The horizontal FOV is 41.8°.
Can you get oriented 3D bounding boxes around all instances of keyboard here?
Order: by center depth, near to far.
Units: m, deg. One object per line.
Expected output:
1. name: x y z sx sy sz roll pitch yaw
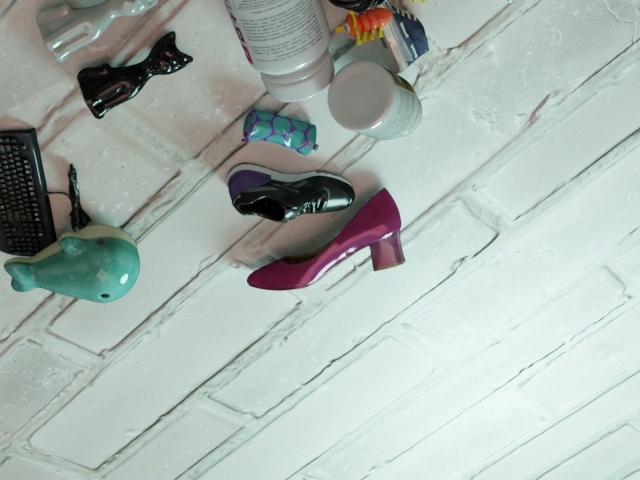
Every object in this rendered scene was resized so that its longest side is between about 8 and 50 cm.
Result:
1. keyboard: -0.579 -0.090 1.709 0.202 0.033 0.317 -5 132 -10

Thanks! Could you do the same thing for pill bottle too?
1. pill bottle: -0.075 -0.396 1.480 0.160 0.160 0.283 -19 132 3
2. pill bottle: 0.115 -0.261 1.608 0.131 0.131 0.229 -38 165 19

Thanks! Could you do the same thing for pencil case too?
1. pencil case: -0.081 -0.217 1.700 0.152 0.064 0.070 13 101 -23

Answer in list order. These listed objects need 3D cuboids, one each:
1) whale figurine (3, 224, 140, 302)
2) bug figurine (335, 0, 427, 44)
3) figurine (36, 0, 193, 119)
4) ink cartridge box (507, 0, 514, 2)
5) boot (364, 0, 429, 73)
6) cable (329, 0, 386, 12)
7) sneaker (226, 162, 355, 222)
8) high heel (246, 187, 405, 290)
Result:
1. whale figurine: -0.515 0.070 1.764 0.272 0.141 0.216 -11 148 -15
2. bug figurine: 0.098 -0.489 1.456 0.216 0.072 0.279 -22 115 -3
3. figurine: -0.364 -0.355 1.504 0.209 0.092 0.215 -28 131 0
4. ink cartridge box: 0.388 -0.556 1.501 0.154 0.093 0.212 -15 136 1
5. boot: 0.139 -0.418 1.591 0.086 0.069 0.190 -38 126 -15
6. cable: 0.082 -0.469 1.396 0.184 0.047 0.150 -27 109 5
7. sneaker: -0.057 -0.078 1.788 0.283 0.124 0.107 4 130 -18
8. high heel: 0.000 0.000 1.914 0.377 0.127 0.181 -13 104 3
